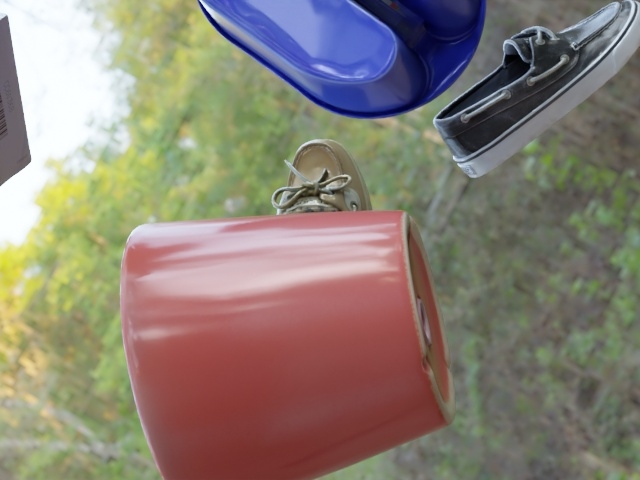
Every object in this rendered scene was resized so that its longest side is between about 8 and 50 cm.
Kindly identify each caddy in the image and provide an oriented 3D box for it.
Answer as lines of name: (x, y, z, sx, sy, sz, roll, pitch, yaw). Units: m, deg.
caddy: (0.011, -0.281, 1.670, 0.241, 0.341, 0.179, -53, -11, 0)

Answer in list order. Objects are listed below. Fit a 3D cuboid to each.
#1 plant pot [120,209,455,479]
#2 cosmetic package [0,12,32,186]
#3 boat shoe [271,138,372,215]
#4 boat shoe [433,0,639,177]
plant pot: (-0.019, 0.092, 1.417, 0.275, 0.243, 0.275, -12, -90, -80)
cosmetic package: (-0.549, -0.194, 1.911, 0.156, 0.385, 0.217, -46, -37, -44)
boat shoe: (0.000, 0.000, 1.831, 0.089, 0.105, 0.285, 46, -146, -57)
boat shoe: (0.263, -0.206, 1.912, 0.301, 0.102, 0.108, -39, 19, -5)
